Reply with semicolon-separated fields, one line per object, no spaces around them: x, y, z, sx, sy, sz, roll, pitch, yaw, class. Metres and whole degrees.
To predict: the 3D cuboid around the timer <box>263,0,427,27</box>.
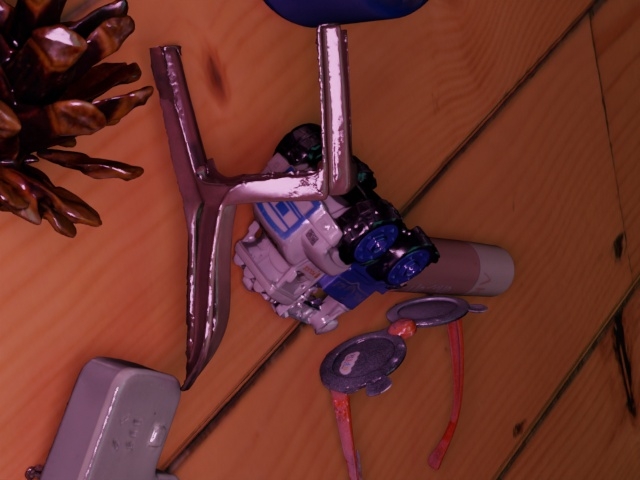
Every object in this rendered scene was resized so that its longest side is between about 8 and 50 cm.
0.135;-0.338;1.583;0.270;0.383;0.270;-18;112;-53;timer

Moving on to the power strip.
-0.198;0.245;1.498;0.193;0.059;0.265;24;85;-66;power strip

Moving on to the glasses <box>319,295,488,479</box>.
0.110;0.211;1.904;0.234;0.118;0.268;-35;125;-42;glasses

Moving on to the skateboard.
-0.235;0.198;1.494;0.083;0.032;0.064;-64;152;-19;skateboard

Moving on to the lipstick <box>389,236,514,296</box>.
0.151;0.032;1.969;0.254;0.070;0.070;6;93;-56;lipstick

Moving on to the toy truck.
0.000;0.000;1.687;0.177;0.161;0.213;-42;150;8;toy truck

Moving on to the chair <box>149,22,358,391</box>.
-0.054;-0.031;1.499;0.175;0.183;0.326;-67;152;-83;chair

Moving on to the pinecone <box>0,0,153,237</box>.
-0.232;-0.122;1.267;0.229;0.202;0.201;42;71;-28;pinecone
